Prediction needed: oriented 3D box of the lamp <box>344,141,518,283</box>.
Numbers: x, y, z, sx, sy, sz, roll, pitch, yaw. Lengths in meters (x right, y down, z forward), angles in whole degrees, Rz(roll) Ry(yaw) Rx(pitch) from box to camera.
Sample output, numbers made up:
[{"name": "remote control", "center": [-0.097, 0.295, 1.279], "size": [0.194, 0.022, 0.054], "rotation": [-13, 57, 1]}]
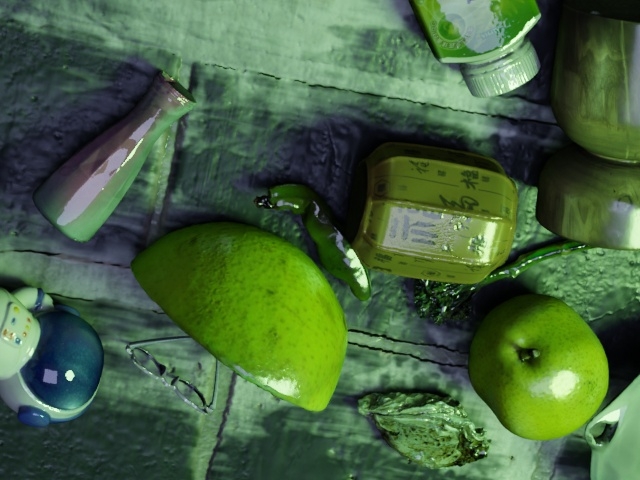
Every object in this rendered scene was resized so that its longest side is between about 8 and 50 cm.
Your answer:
[{"name": "lamp", "center": [0.129, -0.032, 1.726], "size": [0.185, 0.161, 0.161], "rotation": [8, 111, -11]}]

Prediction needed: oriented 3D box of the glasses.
[{"name": "glasses", "center": [-0.156, 0.139, 1.816], "size": [0.140, 0.062, 0.104], "rotation": [41, 101, -20]}]

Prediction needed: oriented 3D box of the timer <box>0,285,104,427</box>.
[{"name": "timer", "center": [-0.412, 0.089, 1.698], "size": [0.383, 0.270, 0.270], "rotation": [32, 106, -32]}]

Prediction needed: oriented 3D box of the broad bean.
[{"name": "broad bean", "center": [0.004, -0.007, 1.780], "size": [0.195, 0.046, 0.061], "rotation": [42, 89, -23]}]

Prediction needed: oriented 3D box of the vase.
[{"name": "vase", "center": [-0.234, -0.101, 1.705], "size": [0.086, 0.086, 0.214], "rotation": [41, 99, -19]}]

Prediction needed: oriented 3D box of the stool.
[{"name": "stool", "center": [0.350, -0.142, 1.689], "size": [0.179, 0.179, 0.264], "rotation": [2, 111, -6]}]

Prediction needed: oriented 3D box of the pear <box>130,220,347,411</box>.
[{"name": "pear", "center": [-0.068, 0.085, 1.708], "size": [0.288, 0.239, 0.139], "rotation": [34, 105, -18]}]

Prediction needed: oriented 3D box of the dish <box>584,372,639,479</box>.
[{"name": "dish", "center": [0.475, 0.262, 1.836], "size": [0.303, 0.120, 0.303], "rotation": [-18, 127, -26]}]

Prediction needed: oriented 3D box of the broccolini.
[{"name": "broccolini", "center": [0.237, 0.042, 1.821], "size": [0.254, 0.057, 0.071], "rotation": [-19, 149, 6]}]

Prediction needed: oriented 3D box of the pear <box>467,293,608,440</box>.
[{"name": "pear", "center": [0.257, 0.148, 1.780], "size": [0.166, 0.180, 0.216], "rotation": [-26, 156, 11]}]

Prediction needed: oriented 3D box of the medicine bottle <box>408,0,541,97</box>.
[{"name": "medicine bottle", "center": [0.176, -0.264, 1.671], "size": [0.132, 0.088, 0.188], "rotation": [-25, 111, 4]}]

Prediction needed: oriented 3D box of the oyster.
[{"name": "oyster", "center": [0.139, 0.241, 1.890], "size": [0.125, 0.064, 0.177], "rotation": [-34, 122, 24]}]
